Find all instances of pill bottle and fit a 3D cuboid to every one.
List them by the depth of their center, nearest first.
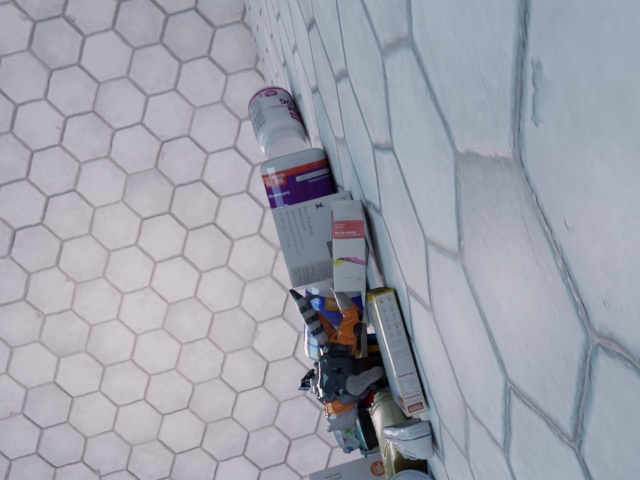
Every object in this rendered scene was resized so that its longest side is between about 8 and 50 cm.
[{"bbox_3d":[0.036,0.162,1.740,0.152,0.152,0.272,-119,30,-73],"label":"pill bottle"},{"bbox_3d":[-0.038,-0.075,1.833,0.181,0.181,0.323,-136,30,-82],"label":"pill bottle"},{"bbox_3d":[-0.137,-0.366,2.235,0.160,0.160,0.283,79,174,-47],"label":"pill bottle"}]

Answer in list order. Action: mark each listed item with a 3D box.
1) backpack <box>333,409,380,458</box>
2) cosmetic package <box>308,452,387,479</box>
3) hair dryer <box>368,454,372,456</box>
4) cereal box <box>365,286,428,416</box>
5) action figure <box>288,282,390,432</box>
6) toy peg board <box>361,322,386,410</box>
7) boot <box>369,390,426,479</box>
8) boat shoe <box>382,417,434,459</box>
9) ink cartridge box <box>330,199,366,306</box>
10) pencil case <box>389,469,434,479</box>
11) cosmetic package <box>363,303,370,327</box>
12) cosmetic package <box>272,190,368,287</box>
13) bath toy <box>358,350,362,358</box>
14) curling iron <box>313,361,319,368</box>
[{"bbox_3d":[0.120,0.483,1.897,0.253,0.191,0.225,70,-179,-69],"label":"backpack"},{"bbox_3d":[0.149,0.791,1.880,0.097,0.284,0.377,81,172,-49],"label":"cosmetic package"},{"bbox_3d":[0.215,0.787,2.419,0.223,0.080,0.294,-160,54,-84],"label":"hair dryer"},{"bbox_3d":[0.146,0.214,1.362,0.173,0.047,0.240,154,100,-86],"label":"cereal box"},{"bbox_3d":[0.009,0.275,1.564,0.341,0.178,0.330,-27,69,44],"label":"action figure"},{"bbox_3d":[0.146,0.313,1.701,0.161,0.079,0.161,80,-171,-50],"label":"toy peg board"},{"bbox_3d":[0.179,0.493,1.644,0.204,0.095,0.262,-110,8,-46],"label":"boot"},{"bbox_3d":[0.180,0.413,1.405,0.226,0.083,0.076,95,160,-77],"label":"boat shoe"},{"bbox_3d":[0.056,0.028,1.410,0.115,0.067,0.198,-92,-1,-66],"label":"ink cartridge box"},{"bbox_3d":[0.210,0.628,1.546,0.114,0.124,0.273,-109,6,-46],"label":"pencil case"},{"bbox_3d":[0.043,0.119,1.983,0.309,0.113,0.160,-111,7,-61],"label":"cosmetic package"},{"bbox_3d":[0.000,0.000,1.577,0.151,0.183,0.151,83,170,-69],"label":"cosmetic package"},{"bbox_3d":[0.092,0.375,2.175,0.348,0.128,0.152,-149,44,-85],"label":"bath toy"},{"bbox_3d":[0.087,0.460,2.112,0.274,0.035,0.068,35,178,-9],"label":"curling iron"}]
